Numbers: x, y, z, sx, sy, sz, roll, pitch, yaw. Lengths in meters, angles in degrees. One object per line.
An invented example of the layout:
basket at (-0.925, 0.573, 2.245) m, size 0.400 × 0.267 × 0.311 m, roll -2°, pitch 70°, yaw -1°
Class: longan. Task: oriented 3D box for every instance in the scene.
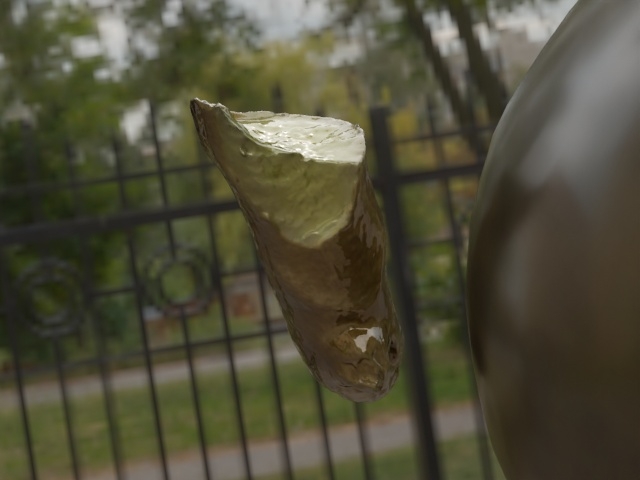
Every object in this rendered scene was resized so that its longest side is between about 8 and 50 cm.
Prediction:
longan at (0.162, 0.009, 0.502) m, size 0.258 × 0.258 × 0.258 m, roll -9°, pitch 1°, yaw 0°

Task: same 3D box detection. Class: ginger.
ginger at (0.001, 0.003, 0.565) m, size 0.057 × 0.137 × 0.044 m, roll 22°, pitch 55°, yaw 40°
